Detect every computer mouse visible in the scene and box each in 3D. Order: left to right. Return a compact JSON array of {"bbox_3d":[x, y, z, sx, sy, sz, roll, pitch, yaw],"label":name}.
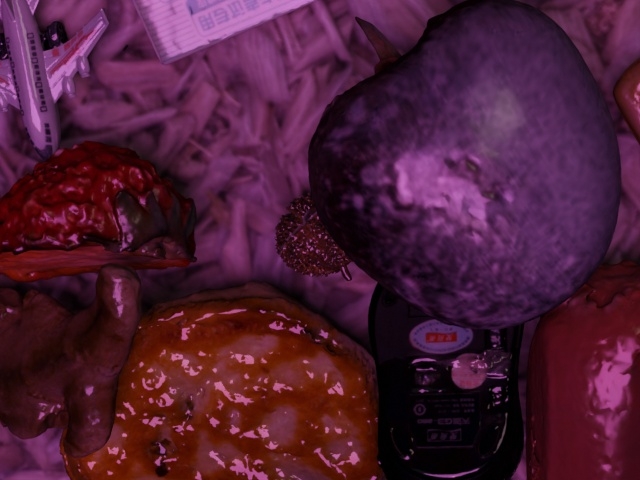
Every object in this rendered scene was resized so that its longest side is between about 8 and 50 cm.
[{"bbox_3d":[0.112,0.119,1.600,0.137,0.096,0.233,-1,69,14],"label":"computer mouse"}]

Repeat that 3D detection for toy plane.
[{"bbox_3d":[-0.258,-0.154,1.615,0.162,0.065,0.171,-10,106,10],"label":"toy plane"}]

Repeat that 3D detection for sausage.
[{"bbox_3d":[0.256,0.154,1.590,0.152,0.152,0.280,3,106,7],"label":"sausage"}]

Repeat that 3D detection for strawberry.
[{"bbox_3d":[-0.225,-0.028,1.609,0.236,0.190,0.111,-7,81,31],"label":"strawberry"}]

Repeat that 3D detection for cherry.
[{"bbox_3d":[0.120,-0.068,1.503,0.255,0.218,0.296,-39,95,-17],"label":"cherry"}]

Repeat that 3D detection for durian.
[{"bbox_3d":[0.000,0.000,1.617,0.080,0.080,0.091,-33,78,15],"label":"durian"}]

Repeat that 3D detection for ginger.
[{"bbox_3d":[-0.262,0.116,1.642,0.333,0.080,0.166,-10,96,38],"label":"ginger"}]

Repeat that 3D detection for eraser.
[{"bbox_3d":[-0.054,-0.238,1.570,0.225,0.052,0.096,-22,100,13],"label":"eraser"}]

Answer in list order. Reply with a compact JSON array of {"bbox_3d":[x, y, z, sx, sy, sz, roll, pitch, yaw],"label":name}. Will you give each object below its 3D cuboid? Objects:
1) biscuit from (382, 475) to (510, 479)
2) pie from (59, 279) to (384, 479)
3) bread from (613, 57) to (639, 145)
[{"bbox_3d":[0.193,0.299,1.699,0.322,0.038,0.099,42,110,-5],"label":"biscuit"},{"bbox_3d":[-0.081,0.176,1.678,0.315,0.092,0.315,3,111,7],"label":"pie"},{"bbox_3d":[0.306,-0.109,1.556,0.082,0.056,0.115,-37,89,27],"label":"bread"}]
